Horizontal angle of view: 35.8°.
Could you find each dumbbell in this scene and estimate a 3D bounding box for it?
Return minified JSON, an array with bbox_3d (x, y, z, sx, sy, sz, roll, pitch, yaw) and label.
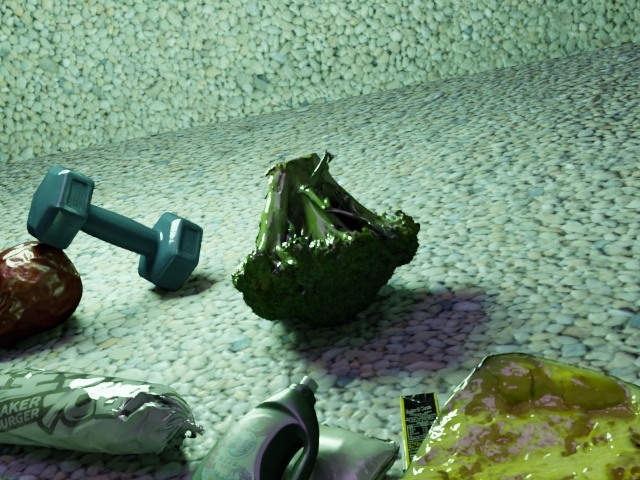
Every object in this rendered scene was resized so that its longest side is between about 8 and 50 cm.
[{"bbox_3d":[-0.383,-0.021,1.854,0.316,0.143,0.156,24,-2,-33],"label":"dumbbell"}]

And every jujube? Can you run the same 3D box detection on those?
[{"bbox_3d":[-0.568,0.109,1.826,0.255,0.190,0.190,-35,26,-11],"label":"jujube"}]

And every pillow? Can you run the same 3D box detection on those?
[{"bbox_3d":[-0.016,0.268,1.235,0.229,0.051,0.128,7,29,43],"label":"pillow"}]

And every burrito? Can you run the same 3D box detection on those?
[{"bbox_3d":[-0.325,0.244,1.405,0.446,0.101,0.139,-1,18,31],"label":"burrito"}]

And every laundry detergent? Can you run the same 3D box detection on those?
[{"bbox_3d":[-0.059,0.253,1.181,0.137,0.063,0.211,13,54,43],"label":"laundry detergent"}]

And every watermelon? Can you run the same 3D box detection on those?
[{"bbox_3d":[0.220,0.263,0.933,0.331,0.189,0.330,0,32,0],"label":"watermelon"}]

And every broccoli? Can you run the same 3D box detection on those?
[{"bbox_3d":[0.000,0.000,1.616,0.304,0.283,0.321,-17,0,16],"label":"broccoli"}]

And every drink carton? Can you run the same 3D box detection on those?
[{"bbox_3d":[0.124,0.252,1.173,0.056,0.071,0.165,-8,19,4],"label":"drink carton"}]
